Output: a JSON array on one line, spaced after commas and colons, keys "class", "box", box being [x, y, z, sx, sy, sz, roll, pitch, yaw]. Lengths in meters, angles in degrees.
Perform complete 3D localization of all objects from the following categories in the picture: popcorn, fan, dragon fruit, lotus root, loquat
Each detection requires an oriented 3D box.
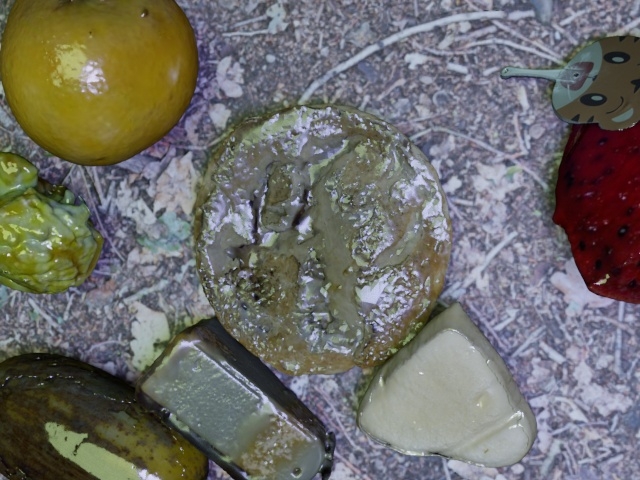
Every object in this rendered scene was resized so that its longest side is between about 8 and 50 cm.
[{"class": "popcorn", "box": [-0.417, -0.024, 1.216, 0.198, 0.198, 0.212, -18, 78, 13]}, {"class": "fan", "box": [0.327, -0.209, 1.066, 0.226, 0.008, 0.152, 18, 70, 44]}, {"class": "dragon fruit", "box": [0.439, -0.109, 1.003, 0.302, 0.240, 0.330, 2, 57, -19]}, {"class": "lotus root", "box": [-0.340, 0.285, 1.206, 0.397, 0.179, 0.196, 23, 79, 8]}, {"class": "loquat", "box": [-0.299, -0.248, 1.144, 0.275, 0.275, 0.275, 0, 90, 13]}]

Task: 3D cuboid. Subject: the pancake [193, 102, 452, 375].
[{"class": "pancake", "box": [-0.001, -0.001, 1.165, 0.387, 0.082, 0.387, 1, 93, 13]}]

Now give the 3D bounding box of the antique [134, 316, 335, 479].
[{"class": "antique", "box": [-0.106, 0.246, 1.172, 0.284, 0.150, 0.125, 42, 98, 2]}]

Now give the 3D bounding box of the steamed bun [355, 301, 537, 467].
[{"class": "steamed bun", "box": [0.181, 0.208, 1.112, 0.212, 0.110, 0.231, 39, 120, -4]}]
